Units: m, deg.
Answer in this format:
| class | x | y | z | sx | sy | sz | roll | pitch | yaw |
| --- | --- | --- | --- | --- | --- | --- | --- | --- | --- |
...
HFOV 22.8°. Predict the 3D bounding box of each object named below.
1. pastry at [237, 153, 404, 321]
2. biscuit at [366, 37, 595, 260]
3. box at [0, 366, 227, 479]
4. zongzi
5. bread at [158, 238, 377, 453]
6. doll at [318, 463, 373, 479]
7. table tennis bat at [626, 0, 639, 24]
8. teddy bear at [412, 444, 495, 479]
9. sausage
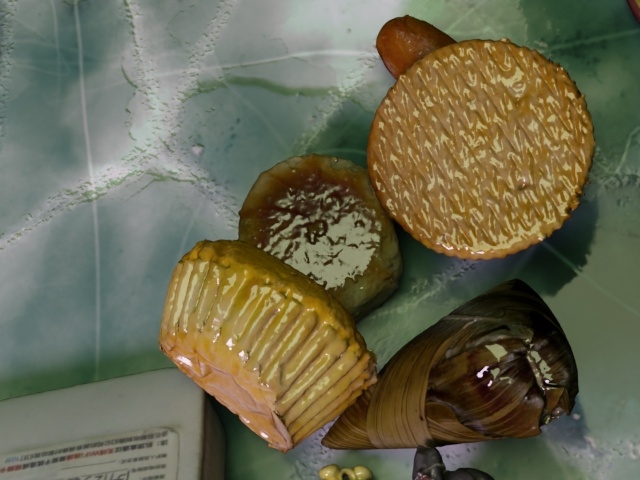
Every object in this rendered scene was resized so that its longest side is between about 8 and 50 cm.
| class | x | y | z | sx | sy | sz | roll | pitch | yaw |
| --- | --- | --- | --- | --- | --- | --- | --- | --- | --- |
| pastry | 0.000 | 0.000 | 1.762 | 0.182 | 0.093 | 0.192 | -4 | 71 | 9 |
| biscuit | 0.171 | -0.100 | 1.710 | 0.254 | 0.035 | 0.254 | -3 | 73 | 11 |
| box | -0.297 | 0.318 | 1.618 | 0.396 | 0.111 | 0.396 | -12 | 37 | 9 |
| zongzi | 0.117 | 0.161 | 1.595 | 0.288 | 0.286 | 0.134 | -28 | 91 | 6 |
| bread | -0.066 | 0.105 | 1.640 | 0.240 | 0.240 | 0.139 | 32 | 67 | 20 |
| doll | 0.034 | 0.372 | 1.630 | 0.117 | 0.086 | 0.291 | 12 | 66 | -27 |
| table tennis bat | 0.441 | -0.275 | 1.800 | 0.200 | 0.038 | 0.310 | 0 | 67 | 13 |
| teddy bear | 0.178 | 0.330 | 1.596 | 0.171 | 0.144 | 0.251 | -2 | 56 | -21 |
| sausage | 0.158 | -0.133 | 1.784 | 0.103 | 0.076 | 0.302 | -23 | 68 | -1 |
